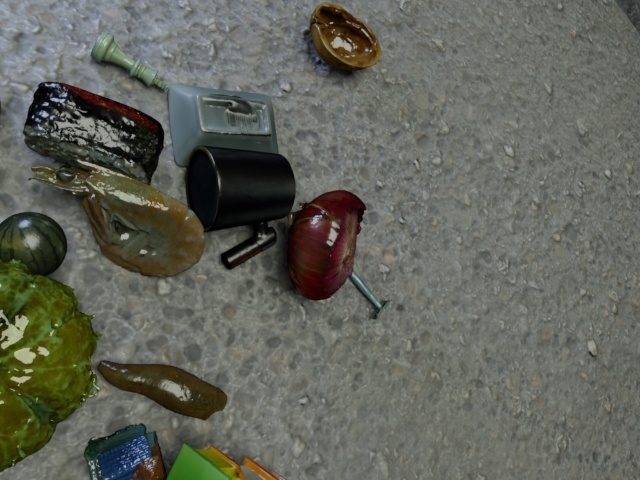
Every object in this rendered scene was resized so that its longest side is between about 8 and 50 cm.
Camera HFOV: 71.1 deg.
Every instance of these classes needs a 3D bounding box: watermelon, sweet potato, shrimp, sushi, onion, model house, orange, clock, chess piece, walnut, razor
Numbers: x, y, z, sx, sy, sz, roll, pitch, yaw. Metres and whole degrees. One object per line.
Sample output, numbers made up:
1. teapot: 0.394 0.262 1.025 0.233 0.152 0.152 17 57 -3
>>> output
1. watermelon: -0.476 0.019 0.741 0.105 0.105 0.133 -16 125 -32
2. sweet potato: -0.280 0.268 0.814 0.243 0.077 0.077 29 67 -24
3. shrimp: -0.359 -0.034 0.806 0.317 0.077 0.168 28 99 -26
4. sushi: -0.398 -0.181 0.805 0.225 0.136 0.127 15 75 -34
5. onion: 0.010 0.006 0.970 0.248 0.161 0.248 -29 128 -47
6. model house: -0.307 0.389 0.731 0.119 0.148 0.149 -13 85 -31
7. orange: -0.482 0.169 0.634 0.300 0.223 0.301 53 56 -23
8. clock: -0.168 0.481 0.766 0.255 0.106 0.220 42 69 -55
9. chess piece: -0.377 -0.349 0.902 0.149 0.059 0.059 30 66 -30
10. walnut: 0.051 -0.505 1.159 0.211 0.087 0.167 16 65 -29
11. razor: 0.111 0.121 1.098 0.135 0.040 0.068 49 60 -7

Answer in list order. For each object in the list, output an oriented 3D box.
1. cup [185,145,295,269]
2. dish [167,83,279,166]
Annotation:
1. cup: -0.172 -0.079 0.934 0.176 0.240 0.166 -8 42 -37
2. dish: -0.194 -0.254 0.970 0.243 0.080 0.182 -4 82 -32
